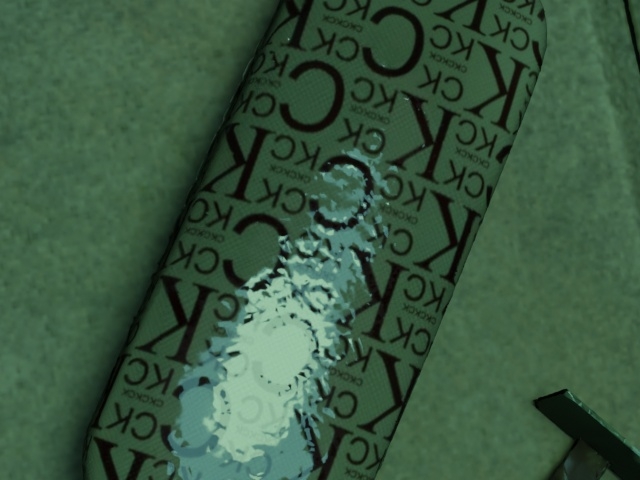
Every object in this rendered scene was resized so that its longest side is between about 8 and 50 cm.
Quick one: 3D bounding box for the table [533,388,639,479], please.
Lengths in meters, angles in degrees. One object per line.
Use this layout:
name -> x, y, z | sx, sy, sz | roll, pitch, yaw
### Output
table -> 0.138, 0.188, 1.000 | 0.175, 0.062, 0.146 | 40, 74, -4

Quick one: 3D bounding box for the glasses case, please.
glasses case -> 0.000, 0.000, 0.972 | 0.137, 0.085, 0.354 | 25, 74, -5
